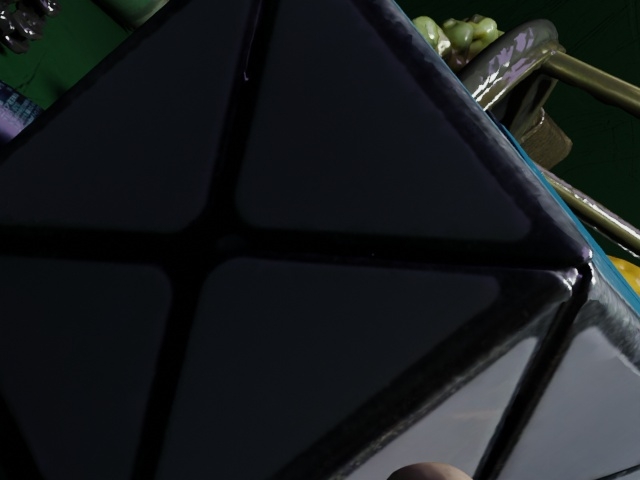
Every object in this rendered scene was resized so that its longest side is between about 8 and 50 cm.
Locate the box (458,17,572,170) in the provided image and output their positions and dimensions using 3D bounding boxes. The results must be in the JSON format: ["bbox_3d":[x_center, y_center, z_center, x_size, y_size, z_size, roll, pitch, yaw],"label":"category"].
[{"bbox_3d":[0.145,-0.112,1.959,0.184,0.273,0.143,54,11,23],"label":"box"}]

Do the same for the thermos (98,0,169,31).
[{"bbox_3d":[-0.224,-0.286,1.547,0.188,0.073,0.083,39,15,-46],"label":"thermos"}]

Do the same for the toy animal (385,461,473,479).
[{"bbox_3d":[0.025,0.189,0.525,0.171,0.171,0.197,48,29,-13],"label":"toy animal"}]

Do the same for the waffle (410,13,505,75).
[{"bbox_3d":[0.050,-0.108,1.468,0.073,0.297,0.317,60,19,12],"label":"waffle"}]

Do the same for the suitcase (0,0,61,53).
[{"bbox_3d":[-0.230,-0.275,1.115,0.235,0.194,0.143,47,20,-16],"label":"suitcase"}]

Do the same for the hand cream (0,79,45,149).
[{"bbox_3d":[-0.231,-0.102,0.864,0.270,0.061,0.120,43,9,-12],"label":"hand cream"}]

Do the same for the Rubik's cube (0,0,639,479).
[{"bbox_3d":[0.006,0.042,0.762,0.259,0.255,0.260,54,11,29],"label":"Rubik's cube"}]

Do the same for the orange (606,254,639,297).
[{"bbox_3d":[0.151,0.134,1.014,0.264,0.264,0.264,48,10,-11],"label":"orange"}]

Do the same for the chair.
[{"bbox_3d":[0.238,0.054,1.334,0.410,0.362,0.364,42,-16,10],"label":"chair"}]
